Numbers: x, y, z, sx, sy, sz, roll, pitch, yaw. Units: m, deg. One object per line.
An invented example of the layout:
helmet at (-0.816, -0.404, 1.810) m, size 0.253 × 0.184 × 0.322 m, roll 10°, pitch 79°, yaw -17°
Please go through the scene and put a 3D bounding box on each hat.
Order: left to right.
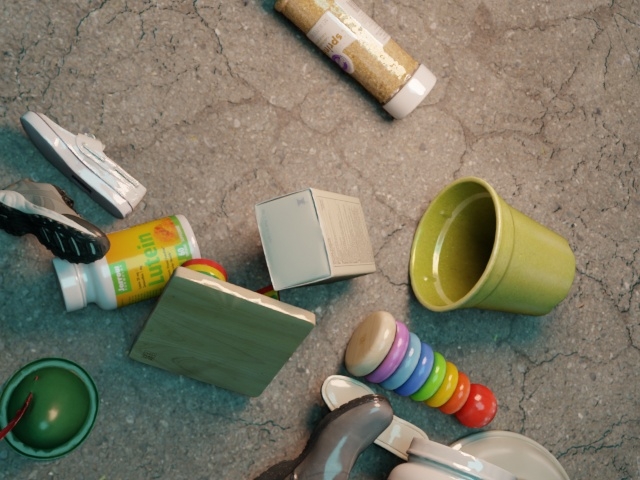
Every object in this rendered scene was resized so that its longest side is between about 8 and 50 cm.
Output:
hat at (-0.462, 0.297, 1.469) m, size 0.173 × 0.183 × 0.209 m, roll 29°, pitch 74°, yaw -13°

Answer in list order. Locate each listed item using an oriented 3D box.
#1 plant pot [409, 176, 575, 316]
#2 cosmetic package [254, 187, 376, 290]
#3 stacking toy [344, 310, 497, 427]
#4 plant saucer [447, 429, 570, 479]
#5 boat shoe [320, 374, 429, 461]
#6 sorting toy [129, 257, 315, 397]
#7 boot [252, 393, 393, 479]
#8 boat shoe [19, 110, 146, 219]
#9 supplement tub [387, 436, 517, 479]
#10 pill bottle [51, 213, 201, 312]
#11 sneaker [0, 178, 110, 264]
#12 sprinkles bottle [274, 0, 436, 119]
plant pot at (0.362, 0.040, 1.765) m, size 0.253 × 0.276 × 0.276 m, roll 18°, pitch 76°, yaw -27°
cosmetic package at (0.000, 0.000, 1.604) m, size 0.113 × 0.309 × 0.160 m, roll -15°, pitch 84°, yaw 18°
stacking toy at (0.215, 0.277, 1.734) m, size 0.330 × 0.141 × 0.141 m, roll 33°, pitch 73°, yaw -16°
plant saucer at (0.373, 0.587, 1.750) m, size 0.400 × 0.100 × 0.401 m, roll 3°, pitch 81°, yaw -18°
boat shoe at (0.098, 0.347, 1.705) m, size 0.254 × 0.079 × 0.095 m, roll 31°, pitch 72°, yaw -14°
sorting toy at (-0.175, 0.147, 1.561) m, size 0.257 × 0.255 × 0.089 m, roll 21°, pitch 43°, yaw -17°
boot at (0.033, 0.448, 1.543) m, size 0.338 × 0.223 × 0.118 m, roll -44°, pitch 130°, yaw 9°
boat shoe at (-0.434, -0.152, 1.607) m, size 0.258 × 0.095 × 0.084 m, roll 46°, pitch 66°, yaw -18°
supplement tub at (0.204, 0.548, 1.569) m, size 0.241 × 0.241 × 0.331 m, roll 26°, pitch 75°, yaw -13°
pill bottle at (-0.348, 0.047, 1.572) m, size 0.245 × 0.136 × 0.136 m, roll -16°, pitch 87°, yaw -20°
sneaker at (-0.460, -0.046, 1.511) m, size 0.271 × 0.100 × 0.108 m, roll 23°, pitch 50°, yaw 29°
sprinkles bottle at (0.073, -0.406, 1.793) m, size 0.355 × 0.121 × 0.121 m, roll 41°, pitch 72°, yaw -8°
